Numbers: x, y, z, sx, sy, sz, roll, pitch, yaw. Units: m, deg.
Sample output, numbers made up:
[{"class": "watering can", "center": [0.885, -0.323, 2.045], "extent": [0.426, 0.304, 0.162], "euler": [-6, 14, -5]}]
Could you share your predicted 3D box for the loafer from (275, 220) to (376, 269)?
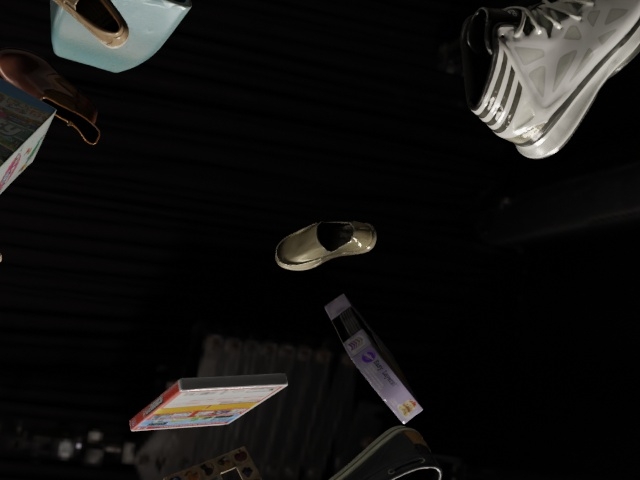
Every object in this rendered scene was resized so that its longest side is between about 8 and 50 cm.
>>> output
[{"class": "loafer", "center": [0.000, 0.000, 2.501], "extent": [0.268, 0.092, 0.102], "euler": [-16, -116, 22]}]

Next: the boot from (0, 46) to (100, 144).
[{"class": "boot", "center": [-0.599, -0.311, 2.233], "extent": [0.096, 0.264, 0.280], "euler": [-47, -159, 5]}]

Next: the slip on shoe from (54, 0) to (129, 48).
[{"class": "slip on shoe", "center": [-0.273, -0.277, 1.181], "extent": [0.051, 0.135, 0.041], "euler": [-41, -178, -7]}]

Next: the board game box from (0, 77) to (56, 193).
[{"class": "board game box", "center": [-0.486, -0.126, 1.251], "extent": [0.098, 0.224, 0.303], "euler": [-57, -171, 26]}]

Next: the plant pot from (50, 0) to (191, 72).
[{"class": "plant pot", "center": [-0.438, -0.494, 2.118], "extent": [0.252, 0.247, 0.248], "euler": [-52, -142, 38]}]

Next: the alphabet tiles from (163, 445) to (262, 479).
[{"class": "alphabet tiles", "center": [-0.226, 0.564, 2.211], "extent": [0.198, 0.237, 0.009], "euler": [57, -28, 31]}]

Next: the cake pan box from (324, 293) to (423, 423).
[{"class": "cake pan box", "center": [0.124, 0.280, 2.494], "extent": [0.070, 0.267, 0.246], "euler": [-36, -151, 2]}]

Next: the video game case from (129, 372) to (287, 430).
[{"class": "video game case", "center": [-0.209, 0.297, 1.885], "extent": [0.285, 0.204, 0.025], "euler": [-41, -126, 53]}]

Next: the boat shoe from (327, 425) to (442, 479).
[{"class": "boat shoe", "center": [0.069, 0.623, 2.271], "extent": [0.500, 0.187, 0.156], "euler": [-42, -141, -11]}]

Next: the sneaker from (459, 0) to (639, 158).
[{"class": "sneaker", "center": [0.411, -0.381, 1.780], "extent": [0.448, 0.257, 0.169], "euler": [-59, -145, 6]}]
